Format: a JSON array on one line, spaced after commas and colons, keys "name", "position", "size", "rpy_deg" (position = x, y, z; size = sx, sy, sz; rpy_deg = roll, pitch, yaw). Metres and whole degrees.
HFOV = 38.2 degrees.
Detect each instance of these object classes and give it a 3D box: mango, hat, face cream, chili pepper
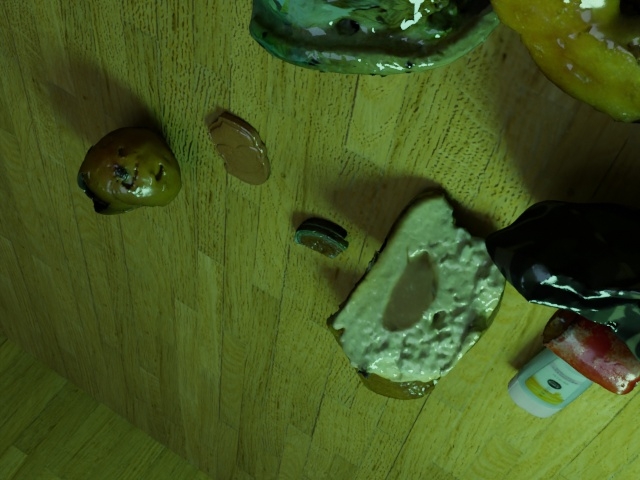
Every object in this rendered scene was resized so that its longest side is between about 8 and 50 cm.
[{"name": "mango", "position": [-0.303, -0.106, 1.485], "size": [0.156, 0.151, 0.249], "rpy_deg": [23, 167, -13]}, {"name": "hat", "position": [0.397, 0.026, 0.936], "size": [0.382, 0.257, 0.366], "rpy_deg": [-29, 142, 25]}, {"name": "face cream", "position": [0.331, 0.189, 1.293], "size": [0.084, 0.057, 0.198], "rpy_deg": [33, 149, 7]}, {"name": "chili pepper", "position": [0.376, 0.147, 1.159], "size": [0.192, 0.084, 0.086], "rpy_deg": [36, 144, 10]}]

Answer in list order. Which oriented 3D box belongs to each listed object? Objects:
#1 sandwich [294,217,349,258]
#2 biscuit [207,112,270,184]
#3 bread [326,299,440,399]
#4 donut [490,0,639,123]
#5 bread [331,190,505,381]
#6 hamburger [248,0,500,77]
[{"name": "sandwich", "position": [0.002, -0.002, 1.416], "size": [0.101, 0.026, 0.069], "rpy_deg": [20, 144, 27]}, {"name": "biscuit", "position": [-0.121, -0.134, 1.375], "size": [0.102, 0.019, 0.130], "rpy_deg": [17, 143, 30]}, {"name": "bread", "position": [0.102, 0.167, 1.460], "size": [0.132, 0.103, 0.172], "rpy_deg": [7, 139, 42]}, {"name": "donut", "position": [0.265, -0.210, 0.768], "size": [0.254, 0.118, 0.253], "rpy_deg": [24, 146, 18]}, {"name": "bread", "position": [0.126, 0.089, 1.224], "size": [0.184, 0.211, 0.224], "rpy_deg": [38, 156, 14]}, {"name": "hamburger", "position": [0.041, -0.256, 0.887], "size": [0.288, 0.192, 0.167], "rpy_deg": [21, 156, 27]}]
